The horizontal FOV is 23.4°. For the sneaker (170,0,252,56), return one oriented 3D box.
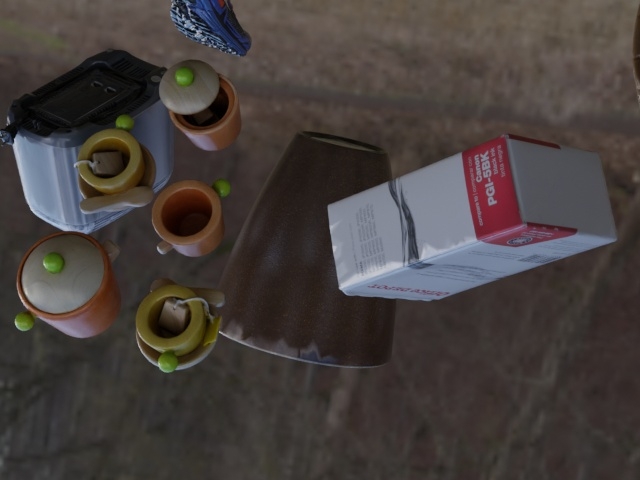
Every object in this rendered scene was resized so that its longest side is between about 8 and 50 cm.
[{"bbox_3d":[-0.131,-0.287,1.743,0.083,0.087,0.221,26,164,36],"label":"sneaker"}]

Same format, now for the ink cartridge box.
[{"bbox_3d":[0.086,-0.011,0.894,0.135,0.056,0.099,-21,162,38],"label":"ink cartridge box"}]

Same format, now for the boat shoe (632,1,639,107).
[{"bbox_3d":[0.355,-0.125,1.424,0.123,0.342,0.123,0,177,17],"label":"boat shoe"}]

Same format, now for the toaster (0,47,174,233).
[{"bbox_3d":[-0.261,-0.108,1.765,0.129,0.146,0.227,23,-137,31],"label":"toaster"}]

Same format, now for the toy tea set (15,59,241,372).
[{"bbox_3d":[-0.185,-0.039,1.562,0.200,0.336,0.124,4,157,12],"label":"toy tea set"}]

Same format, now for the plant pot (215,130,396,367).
[{"bbox_3d":[0.000,0.000,1.734,0.215,0.230,0.215,12,-171,-2],"label":"plant pot"}]
